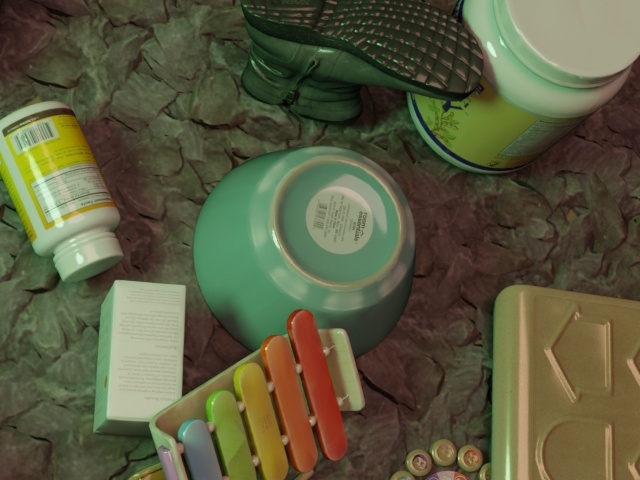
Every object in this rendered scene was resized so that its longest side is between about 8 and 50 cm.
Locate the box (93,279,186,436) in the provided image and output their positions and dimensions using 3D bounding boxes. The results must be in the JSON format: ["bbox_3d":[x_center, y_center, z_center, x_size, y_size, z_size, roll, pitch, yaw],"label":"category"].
[{"bbox_3d":[-0.223,0.149,1.622,0.091,0.130,0.171,5,73,-16],"label":"box"}]

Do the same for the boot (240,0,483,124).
[{"bbox_3d":[0.052,-0.229,1.747,0.338,0.223,0.118,24,64,13],"label":"boot"}]

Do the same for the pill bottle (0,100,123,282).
[{"bbox_3d":[-0.329,-0.059,1.662,0.117,0.117,0.215,-22,81,-22],"label":"pill bottle"}]

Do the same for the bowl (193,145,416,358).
[{"bbox_3d":[0.000,0.000,1.719,0.311,0.163,0.312,5,73,-15],"label":"bowl"}]

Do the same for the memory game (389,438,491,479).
[{"bbox_3d":[0.174,0.355,1.740,0.186,0.012,0.186,5,72,-15],"label":"memory game"}]

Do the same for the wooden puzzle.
[{"bbox_3d":[0.400,0.239,1.814,0.347,0.080,0.322,7,71,-10],"label":"wooden puzzle"}]

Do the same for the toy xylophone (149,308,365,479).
[{"bbox_3d":[-0.072,0.241,1.590,0.322,0.081,0.236,-39,119,-37],"label":"toy xylophone"}]

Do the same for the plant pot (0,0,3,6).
[{"bbox_3d":[-0.495,-0.329,1.651,0.263,0.263,0.229,11,89,-13],"label":"plant pot"}]

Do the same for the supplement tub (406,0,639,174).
[{"bbox_3d":[0.276,-0.249,1.787,0.241,0.331,0.241,5,72,-15],"label":"supplement tub"}]

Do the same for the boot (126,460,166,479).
[{"bbox_3d":[-0.204,0.362,1.595,0.197,0.073,0.152,-36,84,-11],"label":"boot"}]
